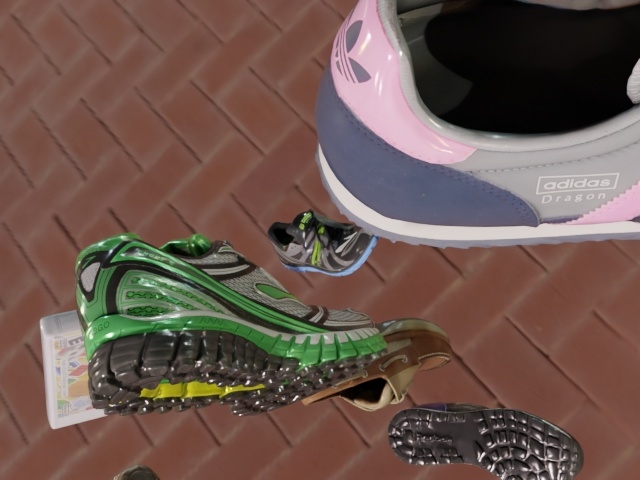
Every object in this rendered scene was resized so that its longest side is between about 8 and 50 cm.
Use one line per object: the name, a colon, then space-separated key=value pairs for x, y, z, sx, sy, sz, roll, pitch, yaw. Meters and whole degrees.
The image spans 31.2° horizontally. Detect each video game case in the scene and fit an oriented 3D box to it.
video game case: x=-0.172 y=0.114 z=1.147 sx=0.206 sy=0.227 sz=0.026 roll=-12 pitch=62 yaw=-18

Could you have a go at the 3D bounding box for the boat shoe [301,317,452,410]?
boat shoe: x=0.066 y=0.183 z=1.613 sx=0.123 sy=0.324 sz=0.119 roll=-35 pitch=64 yaw=39

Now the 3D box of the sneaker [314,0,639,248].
sneaker: x=0.157 y=-0.064 z=0.446 sx=0.319 sy=0.131 sz=0.112 roll=-9 pitch=70 yaw=-2

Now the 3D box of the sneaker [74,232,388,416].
sneaker: x=-0.062 y=0.061 z=0.969 sx=0.134 sy=0.344 sz=0.146 roll=-28 pitch=67 yaw=27

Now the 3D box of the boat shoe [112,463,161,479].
boat shoe: x=-0.173 y=0.340 z=1.268 sx=0.072 sy=0.068 sz=0.190 roll=-41 pitch=74 yaw=44

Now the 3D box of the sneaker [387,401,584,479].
sneaker: x=0.249 y=0.273 z=1.645 sx=0.283 sy=0.124 sz=0.107 roll=6 pitch=100 yaw=30

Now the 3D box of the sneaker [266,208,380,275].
sneaker: x=0.000 y=0.000 z=1.457 sx=0.188 sy=0.078 sz=0.067 roll=-3 pitch=47 yaw=47
